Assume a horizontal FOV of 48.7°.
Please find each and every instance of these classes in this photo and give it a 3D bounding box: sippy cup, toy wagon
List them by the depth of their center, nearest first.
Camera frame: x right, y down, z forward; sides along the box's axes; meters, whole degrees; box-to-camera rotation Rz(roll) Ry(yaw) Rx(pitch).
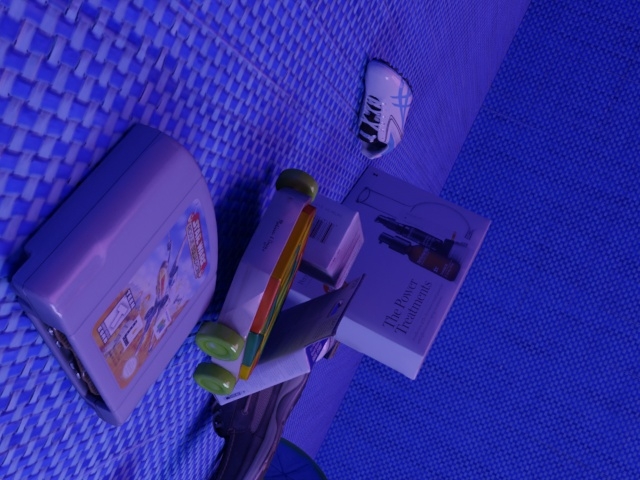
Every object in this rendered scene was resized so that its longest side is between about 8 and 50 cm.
[{"bbox_3d":[-0.084,0.076,0.952,0.344,0.068,0.267,108,6,-56],"label":"toy wagon"},{"bbox_3d":[-0.130,0.583,1.554,0.224,0.305,0.240,-56,-153,11],"label":"sippy cup"}]

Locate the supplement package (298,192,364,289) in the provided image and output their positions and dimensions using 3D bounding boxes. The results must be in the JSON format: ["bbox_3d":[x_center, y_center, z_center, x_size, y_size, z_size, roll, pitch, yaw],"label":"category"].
[{"bbox_3d":[0.000,0.000,1.154,0.105,0.105,0.179,-62,168,-10],"label":"supplement package"}]

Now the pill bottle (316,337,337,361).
[{"bbox_3d":[-0.025,0.187,1.415,0.108,0.108,0.180,-68,167,15],"label":"pill bottle"}]

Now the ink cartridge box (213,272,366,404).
[{"bbox_3d":[-0.036,0.149,1.094,0.224,0.045,0.223,-25,-169,24],"label":"ink cartridge box"}]

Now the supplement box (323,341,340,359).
[{"bbox_3d":[0.000,0.235,1.667,0.056,0.083,0.083,-63,169,0],"label":"supplement box"}]

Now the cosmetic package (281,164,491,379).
[{"bbox_3d":[0.137,0.046,1.395,0.377,0.284,0.097,-55,163,-37],"label":"cosmetic package"}]

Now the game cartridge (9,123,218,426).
[{"bbox_3d":[-0.170,0.040,0.664,0.198,0.062,0.297,-53,164,-28],"label":"game cartridge"}]

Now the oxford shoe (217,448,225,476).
[{"bbox_3d":[-0.144,0.380,1.420,0.227,0.082,0.096,-59,148,-26],"label":"oxford shoe"}]

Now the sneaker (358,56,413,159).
[{"bbox_3d":[0.103,-0.217,1.209,0.086,0.085,0.237,-52,161,-18],"label":"sneaker"}]

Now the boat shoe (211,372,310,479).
[{"bbox_3d":[-0.122,0.302,1.202,0.132,0.130,0.355,106,9,-50],"label":"boat shoe"}]
